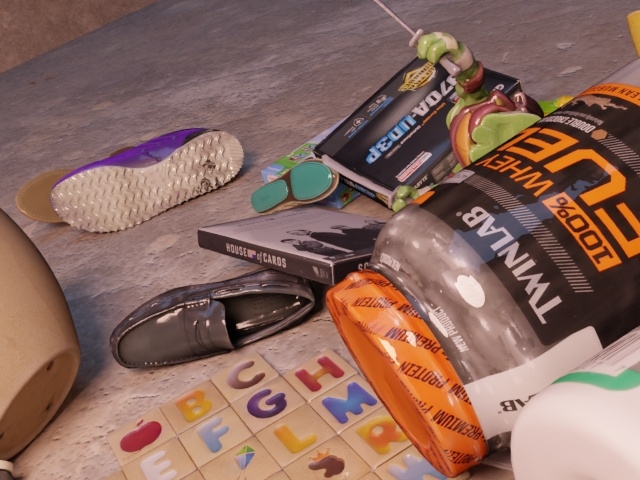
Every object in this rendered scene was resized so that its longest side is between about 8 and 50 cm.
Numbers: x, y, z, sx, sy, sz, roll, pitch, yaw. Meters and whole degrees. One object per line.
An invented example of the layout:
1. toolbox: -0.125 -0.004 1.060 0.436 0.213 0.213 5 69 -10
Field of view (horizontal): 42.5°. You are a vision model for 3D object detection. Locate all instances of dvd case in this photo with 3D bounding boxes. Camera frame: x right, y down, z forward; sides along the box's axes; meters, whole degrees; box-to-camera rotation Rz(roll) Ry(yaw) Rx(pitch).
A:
1. dvd case: 0.000 0.000 0.932 0.179 0.029 0.238 -12 16 -39

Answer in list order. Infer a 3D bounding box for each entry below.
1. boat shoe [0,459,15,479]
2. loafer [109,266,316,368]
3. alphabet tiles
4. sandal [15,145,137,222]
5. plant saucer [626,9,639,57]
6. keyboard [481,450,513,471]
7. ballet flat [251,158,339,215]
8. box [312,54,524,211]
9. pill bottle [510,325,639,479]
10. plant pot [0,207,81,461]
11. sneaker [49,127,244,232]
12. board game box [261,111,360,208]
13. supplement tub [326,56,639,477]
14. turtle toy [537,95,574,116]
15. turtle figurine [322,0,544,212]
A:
1. boat shoe: -0.379 0.264 0.720 0.233 0.084 0.079 -21 65 -21
2. loafer: -0.112 0.083 0.867 0.223 0.076 0.078 -18 20 -9
3. alphabet tiles: -0.056 0.206 0.683 0.285 0.011 0.342 -28 30 -18
4. sandal: -0.390 -0.078 1.346 0.240 0.088 0.079 -32 -1 -38
5. plant saucer: 0.462 -0.084 0.686 0.333 0.332 0.081 21 91 50
6. keyboard: 0.201 0.105 0.721 0.072 0.014 0.256 11 39 34
7. ballet flat: -0.025 -0.071 1.082 0.052 0.057 0.168 -3 -7 -44
8. box: 0.124 -0.141 1.049 0.220 0.051 0.175 -43 43 -13
9. pill bottle: 0.309 0.093 0.473 0.361 0.204 0.204 -27 29 -17
10. plant pot: -0.351 0.110 0.802 0.191 0.284 0.284 31 44 10
11. sneaker: -0.271 -0.102 1.281 0.293 0.102 0.146 -19 23 -12
12. board game box: 0.043 -0.124 1.191 0.211 0.039 0.160 -35 33 -31
13. supplement tub: 0.187 0.017 0.628 0.338 0.207 0.207 -33 31 -10
14. turtle toy: 0.270 -0.136 1.053 0.095 0.066 0.130 7 37 42
15. turtle figurine: 0.114 -0.099 0.843 0.198 0.274 0.266 -56 18 16
